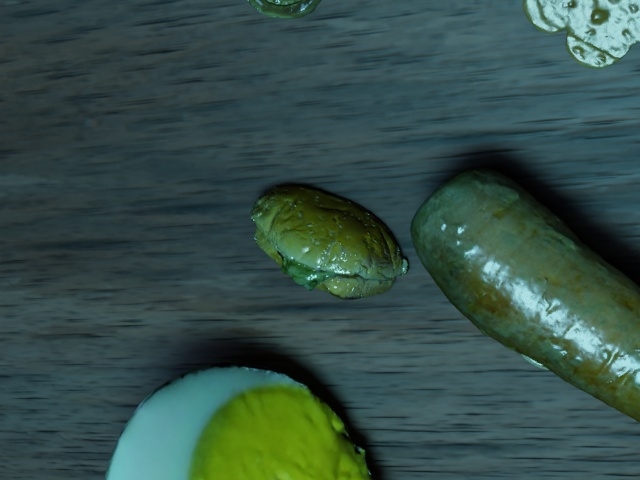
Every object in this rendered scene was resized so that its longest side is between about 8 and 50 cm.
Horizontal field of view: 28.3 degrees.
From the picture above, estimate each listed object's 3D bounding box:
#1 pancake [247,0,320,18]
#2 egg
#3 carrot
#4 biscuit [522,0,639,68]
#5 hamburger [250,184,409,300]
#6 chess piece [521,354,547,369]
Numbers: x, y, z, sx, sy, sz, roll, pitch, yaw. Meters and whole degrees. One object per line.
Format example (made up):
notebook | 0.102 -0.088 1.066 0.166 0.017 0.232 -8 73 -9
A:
pancake | -0.041 -0.270 1.239 0.115 0.011 0.115 9 115 19
egg | -0.107 0.305 1.392 0.337 0.337 0.201 51 150 -7
carrot | 0.217 0.054 1.191 0.302 0.138 0.139 40 123 18
biscuit | 0.292 -0.279 1.089 0.202 0.044 0.289 35 123 4
hamburger | 0.003 0.004 1.300 0.176 0.102 0.087 28 108 7
chess piece | 0.235 0.091 1.286 0.083 0.038 0.084 9 118 18
